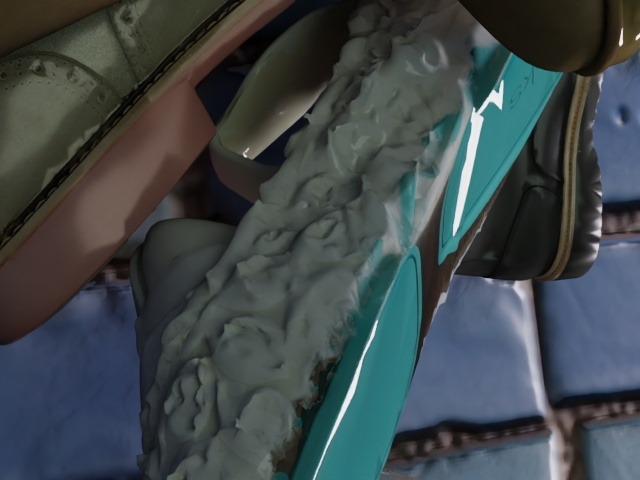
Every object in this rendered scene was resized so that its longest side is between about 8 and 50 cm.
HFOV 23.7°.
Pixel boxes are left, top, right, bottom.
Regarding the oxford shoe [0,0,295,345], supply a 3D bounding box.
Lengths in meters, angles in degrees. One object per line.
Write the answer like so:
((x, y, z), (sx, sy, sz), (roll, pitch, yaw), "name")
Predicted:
((-0.070, -0.149, 0.681), (0.146, 0.140, 0.397), (40, 64, -15), "oxford shoe")

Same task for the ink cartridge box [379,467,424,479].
((0.089, 0.280, 0.717), (0.309, 0.130, 0.271), (23, 61, -27), "ink cartridge box")

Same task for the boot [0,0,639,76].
((-0.044, -0.117, 0.582), (0.270, 0.089, 0.236), (-26, 72, -16), "boot")

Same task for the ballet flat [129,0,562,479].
((0.000, 0.000, 0.656), (0.147, 0.147, 0.409), (45, 50, -19), "ballet flat")

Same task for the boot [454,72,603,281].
((0.074, -0.074, 0.799), (0.137, 0.077, 0.197), (-4, 85, -27), "boot")
